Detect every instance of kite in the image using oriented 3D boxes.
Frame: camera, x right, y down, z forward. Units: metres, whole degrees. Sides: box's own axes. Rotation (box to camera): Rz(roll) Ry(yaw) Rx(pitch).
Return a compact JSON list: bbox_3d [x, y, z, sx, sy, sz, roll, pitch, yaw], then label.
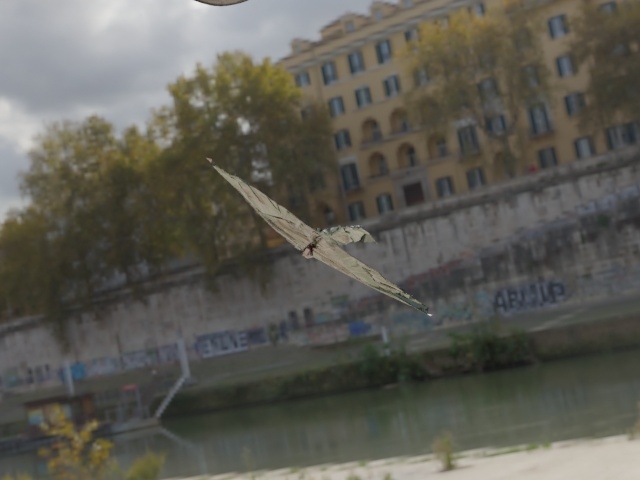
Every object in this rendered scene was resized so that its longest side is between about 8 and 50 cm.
[{"bbox_3d":[0.001,-0.001,0.853,0.229,0.012,0.250,34,-11,-8],"label":"kite"}]

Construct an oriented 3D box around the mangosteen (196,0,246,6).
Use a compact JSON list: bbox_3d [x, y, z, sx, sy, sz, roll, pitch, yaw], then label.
[{"bbox_3d":[-0.080,-0.268,0.842,0.152,0.152,0.152,-11,-5,-1],"label":"mangosteen"}]
